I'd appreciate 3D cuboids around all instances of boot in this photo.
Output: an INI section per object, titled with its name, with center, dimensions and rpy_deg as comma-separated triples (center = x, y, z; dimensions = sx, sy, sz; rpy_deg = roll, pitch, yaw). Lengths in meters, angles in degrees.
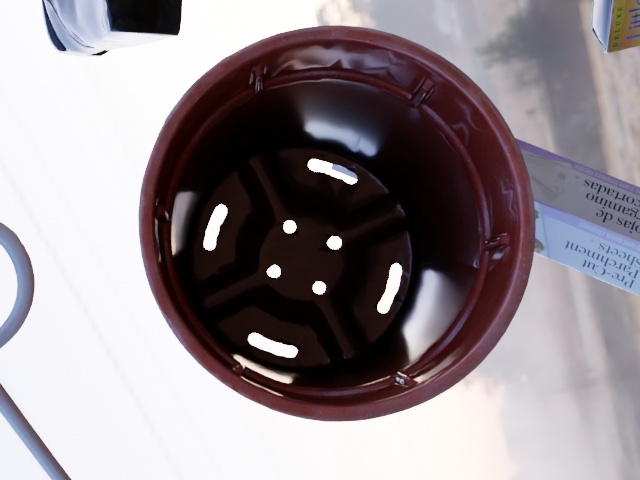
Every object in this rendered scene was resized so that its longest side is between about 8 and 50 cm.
[boot]
center = -0.298, -0.425, 2.012
dimensions = 0.445, 0.146, 0.367
rpy_deg = -168, 63, -74

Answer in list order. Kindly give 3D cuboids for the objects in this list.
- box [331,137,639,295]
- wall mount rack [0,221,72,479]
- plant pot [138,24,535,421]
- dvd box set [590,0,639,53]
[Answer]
[box]
center = 0.168, -0.042, 1.324
dimensions = 0.067, 0.324, 0.063
rpy_deg = 102, -166, -51
[wall mount rack]
center = -0.335, 0.148, 1.135
dimensions = 0.304, 0.350, 0.130
rpy_deg = 54, 167, 0
[plant pot]
center = 0.000, 0.000, 1.178
dimensions = 0.265, 0.272, 0.272
rpy_deg = 134, 125, -82
[dvd box set]
center = 0.551, -0.406, 1.929
dimensions = 0.308, 0.420, 0.062
rpy_deg = 84, 169, -47
